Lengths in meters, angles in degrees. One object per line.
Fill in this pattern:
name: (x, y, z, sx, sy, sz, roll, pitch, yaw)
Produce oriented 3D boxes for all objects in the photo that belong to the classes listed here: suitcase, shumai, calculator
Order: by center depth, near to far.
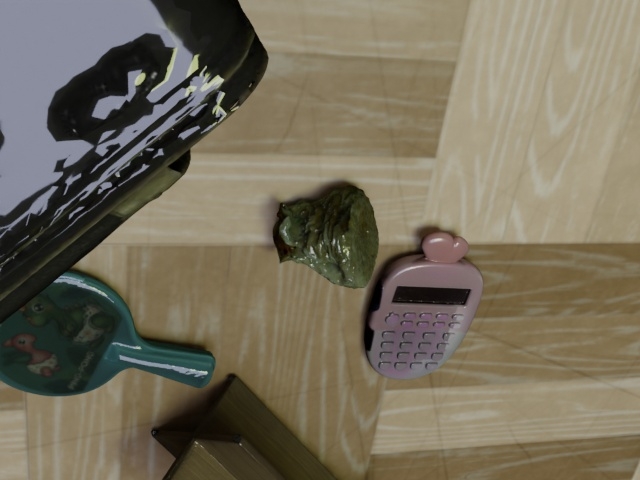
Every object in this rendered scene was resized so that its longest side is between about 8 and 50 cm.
suitcase: (-0.230, -0.055, 0.484, 0.434, 0.283, 0.194, -39, 120, 8)
shumai: (0.000, 0.000, 0.721, 0.080, 0.082, 0.083, -6, 95, 28)
calculator: (0.093, 0.061, 0.800, 0.103, 0.024, 0.166, 4, 122, -17)

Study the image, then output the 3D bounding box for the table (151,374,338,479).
table: (-0.046, 0.246, 0.807, 0.167, 0.167, 0.227, -36, 114, 8)

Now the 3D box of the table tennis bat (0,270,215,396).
table tennis bat: (-0.184, 0.086, 0.733, 0.201, 0.033, 0.124, 17, 116, -19)
